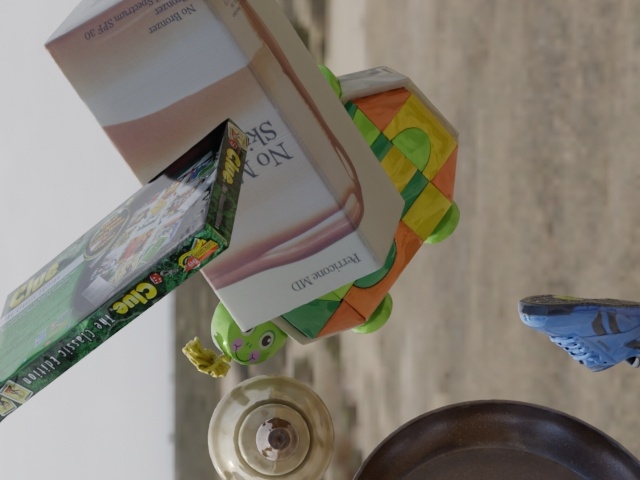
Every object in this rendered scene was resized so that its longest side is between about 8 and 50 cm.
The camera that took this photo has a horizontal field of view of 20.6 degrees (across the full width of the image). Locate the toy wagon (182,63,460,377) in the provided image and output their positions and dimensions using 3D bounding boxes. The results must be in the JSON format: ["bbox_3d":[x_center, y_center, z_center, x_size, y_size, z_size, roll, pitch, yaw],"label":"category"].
[{"bbox_3d":[0.000,0.000,1.722,0.344,0.068,0.267,-54,-44,-6],"label":"toy wagon"}]

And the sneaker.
[{"bbox_3d":[0.284,0.100,1.849,0.069,0.209,0.082,13,95,46],"label":"sneaker"}]

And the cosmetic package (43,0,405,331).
[{"bbox_3d":[-0.073,-0.093,1.450,0.296,0.153,0.129,55,-156,-18],"label":"cosmetic package"}]

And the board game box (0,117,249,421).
[{"bbox_3d":[-0.156,0.024,1.300,0.259,0.030,0.136,-36,29,29],"label":"board game box"}]

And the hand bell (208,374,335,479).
[{"bbox_3d":[-0.040,0.183,1.618,0.242,0.126,0.126,123,147,-83],"label":"hand bell"}]

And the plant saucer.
[{"bbox_3d":[0.168,0.282,1.542,0.050,0.310,0.311,100,171,-50],"label":"plant saucer"}]
